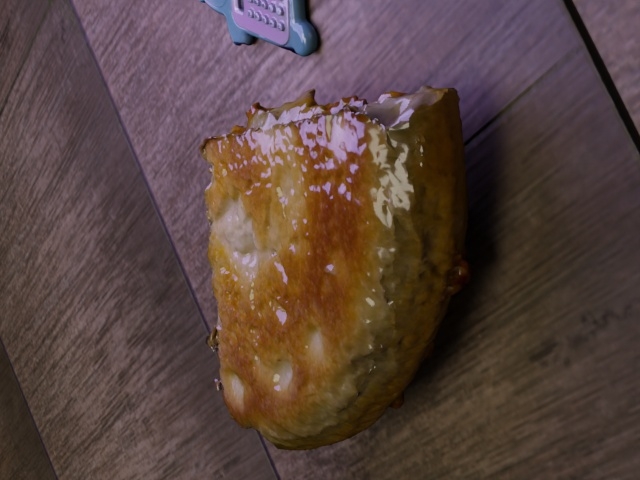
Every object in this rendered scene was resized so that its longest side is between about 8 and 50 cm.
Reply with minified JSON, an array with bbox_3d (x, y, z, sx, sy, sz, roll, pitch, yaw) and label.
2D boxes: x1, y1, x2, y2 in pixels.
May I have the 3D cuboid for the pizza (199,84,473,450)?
[{"bbox_3d":[0.000,0.000,0.895,0.226,0.086,0.336,59,145,30],"label":"pizza"}]

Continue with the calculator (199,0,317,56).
[{"bbox_3d":[-0.047,-0.172,0.947,0.141,0.019,0.094,30,132,48],"label":"calculator"}]
